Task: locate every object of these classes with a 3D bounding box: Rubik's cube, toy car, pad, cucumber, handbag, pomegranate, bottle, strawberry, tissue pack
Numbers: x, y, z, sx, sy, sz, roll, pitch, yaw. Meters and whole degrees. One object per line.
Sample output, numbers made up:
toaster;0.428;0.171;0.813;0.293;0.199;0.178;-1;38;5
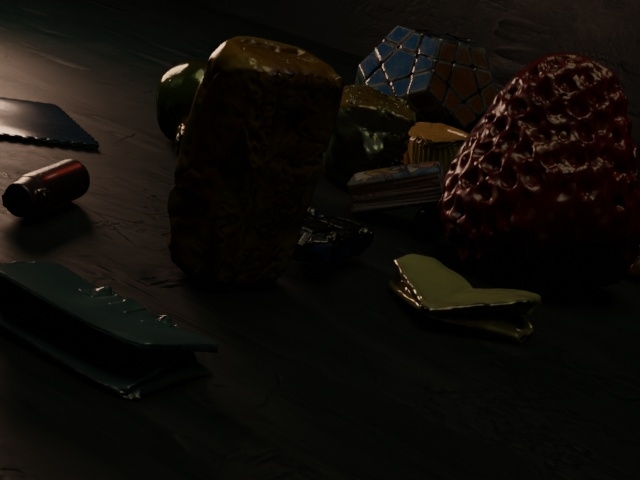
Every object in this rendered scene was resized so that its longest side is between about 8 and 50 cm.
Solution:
Rubik's cube;0.223;-0.312;2.590;0.319;0.319;0.264;26;-7;37
toy car;0.000;0.000;1.655;0.103;0.063;0.216;21;10;20
pad;-0.523;-0.204;1.990;0.269;0.012;0.269;5;18;-33
cucumber;0.200;-0.047;2.035;0.056;0.056;0.284;19;13;17
handbag;-0.220;0.079;1.189;0.221;0.057;0.144;22;13;27
pomegranate;-0.218;-0.223;2.118;0.159;0.159;0.205;13;40;-6
bottle;-0.353;-0.066;1.567;0.060;0.060;0.164;17;16;9
strawberry;0.358;-0.108;1.840;0.317;0.345;0.295;16;14;5
tissue pack;0.125;-0.088;1.982;0.155;0.065;0.115;-9;11;9

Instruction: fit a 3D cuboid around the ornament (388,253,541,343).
ornament;0.170;0.076;1.567;0.201;0.059;0.180;20;17;28

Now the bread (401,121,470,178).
bread;0.219;-0.166;2.368;0.132;0.114;0.190;-3;13;-24

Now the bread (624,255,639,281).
bread;0.537;0.048;2.028;0.083;0.047;0.036;15;-15;-4

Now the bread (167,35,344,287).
bread;-0.081;-0.090;1.463;0.132;0.294;0.167;32;25;35

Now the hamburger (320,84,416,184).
hamburger;0.071;-0.188;2.188;0.192;0.168;0.288;15;15;-8
